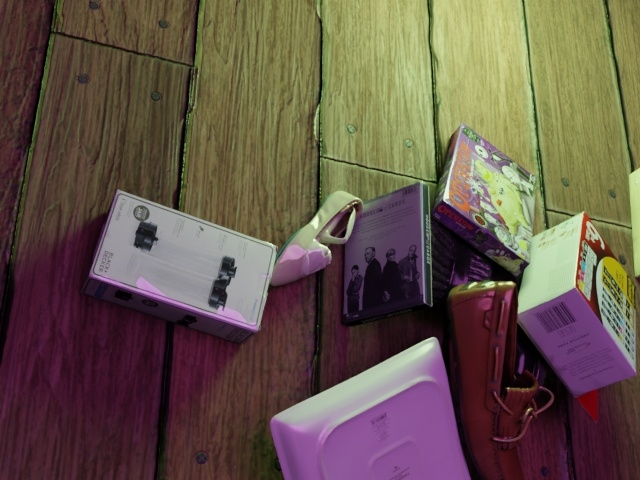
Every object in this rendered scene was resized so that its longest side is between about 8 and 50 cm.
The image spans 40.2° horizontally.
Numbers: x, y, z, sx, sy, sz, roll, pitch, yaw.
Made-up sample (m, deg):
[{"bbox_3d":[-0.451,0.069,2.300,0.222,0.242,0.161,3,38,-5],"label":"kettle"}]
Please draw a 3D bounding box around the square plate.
[{"bbox_3d":[0.108,0.376,1.410,0.347,0.049,0.344,-21,105,-31],"label":"square plate"}]

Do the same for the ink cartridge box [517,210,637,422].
[{"bbox_3d":[0.507,0.139,1.653,0.272,0.130,0.309,52,31,-12],"label":"ink cartridge box"}]

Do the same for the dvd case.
[{"bbox_3d":[0.119,0.025,1.588,0.030,0.179,0.238,29,54,-43],"label":"dvd case"}]

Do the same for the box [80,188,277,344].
[{"bbox_3d":[-0.231,0.049,1.459,0.290,0.087,0.169,19,60,-16],"label":"box"}]

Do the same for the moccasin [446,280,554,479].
[{"bbox_3d":[0.313,0.254,1.492,0.139,0.147,0.380,-10,94,-66],"label":"moccasin"}]

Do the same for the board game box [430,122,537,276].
[{"bbox_3d":[0.333,-0.091,1.740,0.208,0.056,0.347,31,35,-6],"label":"board game box"}]

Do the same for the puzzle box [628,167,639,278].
[{"bbox_3d":[0.902,0.009,2.040,0.409,0.052,0.272,16,62,-19],"label":"puzzle box"}]

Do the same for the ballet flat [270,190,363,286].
[{"bbox_3d":[0.000,0.000,1.586,0.086,0.086,0.248,40,57,-4],"label":"ballet flat"}]

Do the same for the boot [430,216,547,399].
[{"bbox_3d":[0.265,0.131,1.614,0.260,0.131,0.348,18,49,-32],"label":"boot"}]
